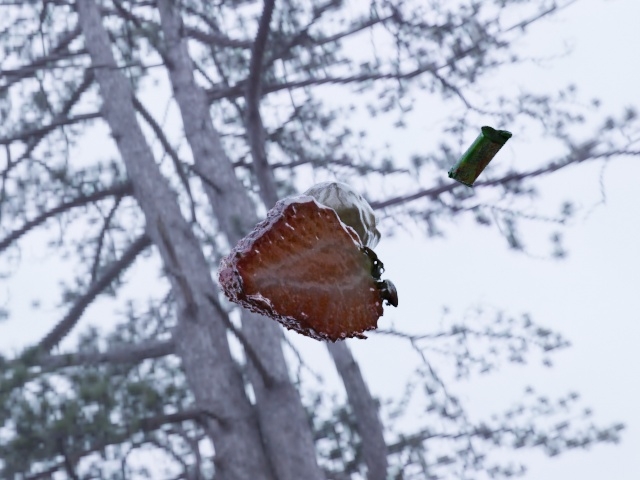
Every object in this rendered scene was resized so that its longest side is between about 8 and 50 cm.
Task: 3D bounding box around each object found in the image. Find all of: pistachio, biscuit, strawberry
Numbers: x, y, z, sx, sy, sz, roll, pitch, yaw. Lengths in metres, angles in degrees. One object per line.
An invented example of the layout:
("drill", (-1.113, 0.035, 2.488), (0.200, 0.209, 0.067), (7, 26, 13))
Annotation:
("pistachio", (0.000, 0.000, 1.597), (0.152, 0.126, 0.223), (-3, -23, -18))
("biscuit", (0.189, -0.100, 1.436), (0.046, 0.016, 0.089), (13, -51, -33))
("strawberry", (-0.034, 0.041, 1.289), (0.236, 0.175, 0.106), (23, -40, -37))
